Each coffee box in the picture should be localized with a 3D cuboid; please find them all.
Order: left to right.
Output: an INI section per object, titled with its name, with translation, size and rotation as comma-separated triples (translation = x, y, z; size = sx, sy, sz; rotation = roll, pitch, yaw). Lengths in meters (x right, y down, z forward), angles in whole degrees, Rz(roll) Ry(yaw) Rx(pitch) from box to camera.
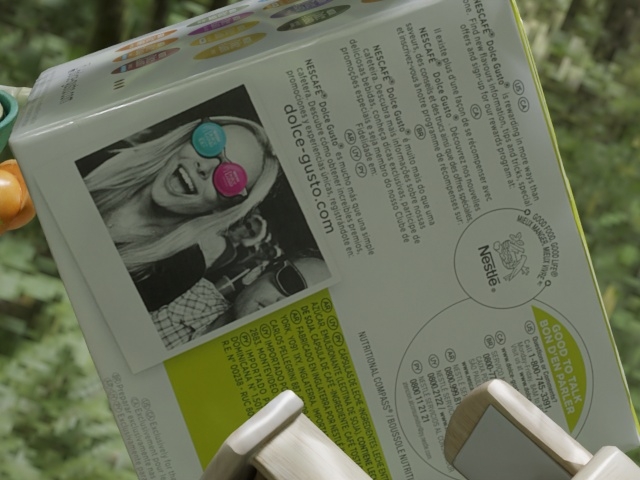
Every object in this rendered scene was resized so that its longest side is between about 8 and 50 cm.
[coffee box]
translation = 0.000, 0.000, 1.298
size = 0.334, 0.338, 0.337
rotation = -19, 14, -1

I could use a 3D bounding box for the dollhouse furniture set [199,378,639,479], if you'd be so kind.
[dollhouse furniture set]
translation = -0.044, 0.214, 0.709
size = 0.198, 0.286, 0.303
rotation = 41, 51, 14

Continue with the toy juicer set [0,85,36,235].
[toy juicer set]
translation = -0.295, -0.102, 1.572
size = 0.209, 0.089, 0.329
rotation = -1, 28, 7
